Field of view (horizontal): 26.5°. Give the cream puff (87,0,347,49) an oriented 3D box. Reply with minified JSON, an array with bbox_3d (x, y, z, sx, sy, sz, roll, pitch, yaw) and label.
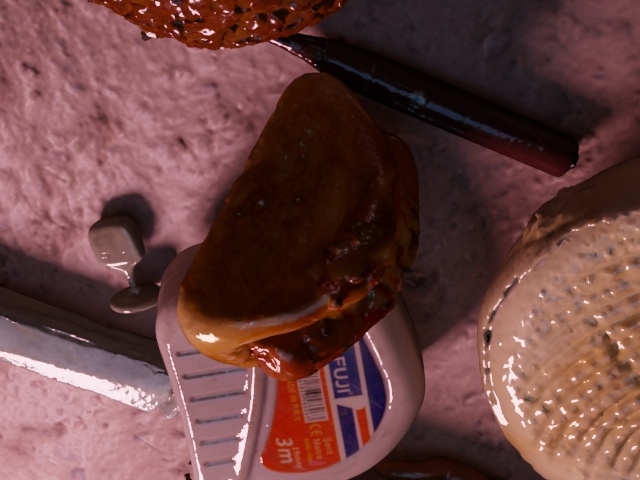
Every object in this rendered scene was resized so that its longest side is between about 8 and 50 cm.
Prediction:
[{"bbox_3d":[-0.082,-0.276,0.991,0.303,0.212,0.303,5,120,9],"label":"cream puff"}]

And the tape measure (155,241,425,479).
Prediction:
[{"bbox_3d":[-0.035,0.121,1.302,0.265,0.130,0.258,-9,119,2],"label":"tape measure"}]

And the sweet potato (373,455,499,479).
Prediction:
[{"bbox_3d":[0.138,0.249,1.425,0.179,0.044,0.044,16,125,-8],"label":"sweet potato"}]

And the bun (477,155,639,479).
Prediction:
[{"bbox_3d":[0.320,0.068,1.174,0.364,0.202,0.364,8,124,11],"label":"bun"}]

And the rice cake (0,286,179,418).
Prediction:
[{"bbox_3d":[-0.283,0.095,1.366,0.336,0.063,0.066,23,120,-7],"label":"rice cake"}]

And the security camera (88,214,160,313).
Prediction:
[{"bbox_3d":[-0.188,0.019,1.314,0.058,0.058,0.092,-6,111,13],"label":"security camera"}]

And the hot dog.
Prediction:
[{"bbox_3d":[0.000,0.000,1.133,0.153,0.256,0.150,24,168,16],"label":"hot dog"}]

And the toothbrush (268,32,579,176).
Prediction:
[{"bbox_3d":[0.055,-0.138,1.170,0.364,0.041,0.041,22,124,-7],"label":"toothbrush"}]
